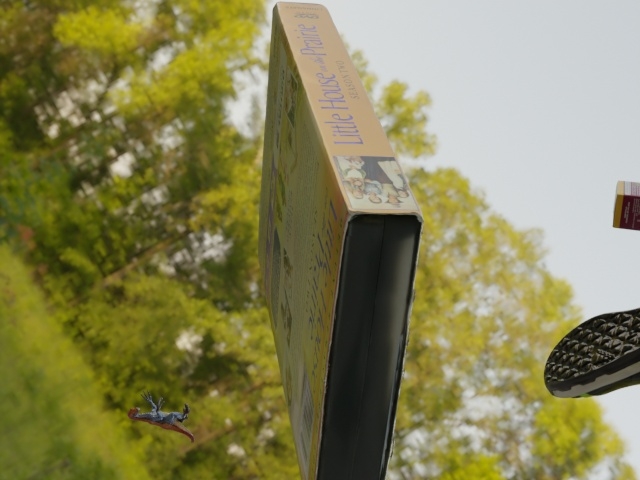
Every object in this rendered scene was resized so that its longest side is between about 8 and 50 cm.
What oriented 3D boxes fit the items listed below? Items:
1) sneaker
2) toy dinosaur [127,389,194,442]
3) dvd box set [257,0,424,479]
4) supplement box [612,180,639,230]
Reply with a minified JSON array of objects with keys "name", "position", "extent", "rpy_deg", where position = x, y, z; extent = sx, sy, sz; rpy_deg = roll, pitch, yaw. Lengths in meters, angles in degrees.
[{"name":"sneaker","position":[0.314,0.111,0.986],"extent":[0.234,0.084,0.097],"rpy_deg":[-28,-66,38]},{"name":"toy dinosaur","position":[-0.220,0.244,1.487],"extent":[0.047,0.082,0.090],"rpy_deg":[142,-69,-68]},{"name":"dvd box set","position":[0.000,0.000,0.983],"extent":[0.420,0.062,0.308],"rpy_deg":[-107,-161,-58]},{"name":"supplement box","position":[0.378,-0.037,1.238],"extent":[0.055,0.083,0.043],"rpy_deg":[-51,145,-65]}]
